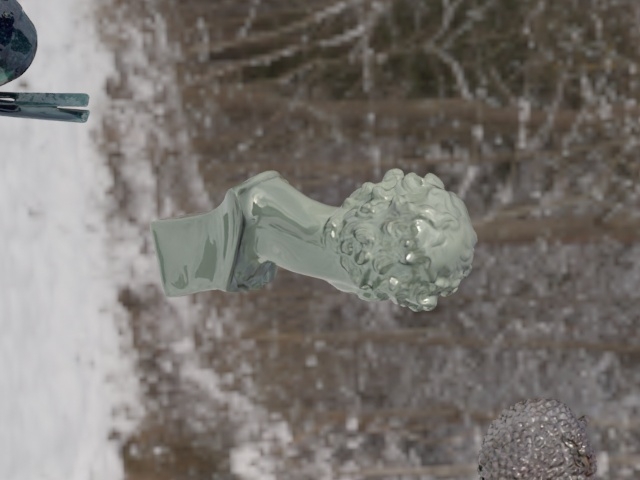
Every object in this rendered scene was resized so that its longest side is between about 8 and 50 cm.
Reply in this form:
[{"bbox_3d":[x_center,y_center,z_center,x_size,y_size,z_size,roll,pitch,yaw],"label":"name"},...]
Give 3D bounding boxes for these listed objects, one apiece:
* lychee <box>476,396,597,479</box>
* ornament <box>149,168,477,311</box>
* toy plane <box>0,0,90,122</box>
[{"bbox_3d":[0.127,0.127,0.885,0.068,0.083,0.067,43,-33,21],"label":"lychee"},{"bbox_3d":[-0.008,-0.002,1.304,0.130,0.285,0.120,-39,129,-75],"label":"ornament"},{"bbox_3d":[-0.237,-0.105,0.778,0.096,0.235,0.060,95,3,-52],"label":"toy plane"}]
